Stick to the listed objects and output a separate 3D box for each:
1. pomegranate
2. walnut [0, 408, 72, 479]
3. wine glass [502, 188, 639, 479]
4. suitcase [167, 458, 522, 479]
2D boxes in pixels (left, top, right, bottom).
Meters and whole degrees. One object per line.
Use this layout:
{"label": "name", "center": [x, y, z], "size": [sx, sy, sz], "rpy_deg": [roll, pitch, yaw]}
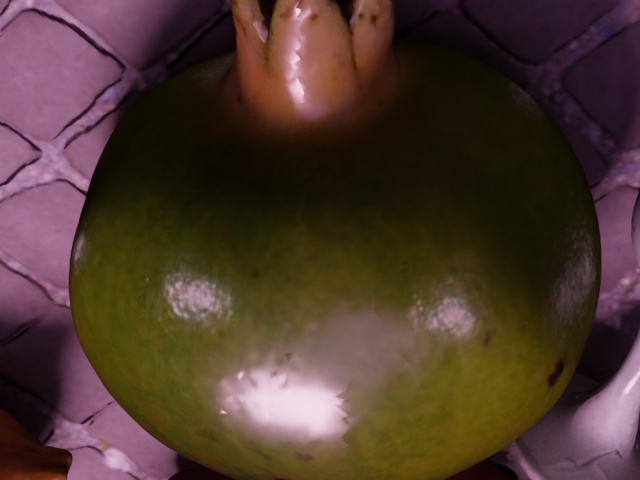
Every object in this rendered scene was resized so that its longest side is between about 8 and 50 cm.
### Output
{"label": "pomegranate", "center": [0.000, 0.000, 1.050], "size": [0.310, 0.216, 0.358], "rpy_deg": [2, 128, 10]}
{"label": "walnut", "center": [-0.291, 0.212, 1.251], "size": [0.336, 0.209, 0.209], "rpy_deg": [-28, 124, 23]}
{"label": "wine glass", "center": [0.232, 0.031, 1.133], "size": [0.143, 0.143, 0.321], "rpy_deg": [19, 124, -14]}
{"label": "suitcase", "center": [0.010, 0.259, 1.225], "size": [0.297, 0.236, 0.161], "rpy_deg": [-11, 140, 39]}
